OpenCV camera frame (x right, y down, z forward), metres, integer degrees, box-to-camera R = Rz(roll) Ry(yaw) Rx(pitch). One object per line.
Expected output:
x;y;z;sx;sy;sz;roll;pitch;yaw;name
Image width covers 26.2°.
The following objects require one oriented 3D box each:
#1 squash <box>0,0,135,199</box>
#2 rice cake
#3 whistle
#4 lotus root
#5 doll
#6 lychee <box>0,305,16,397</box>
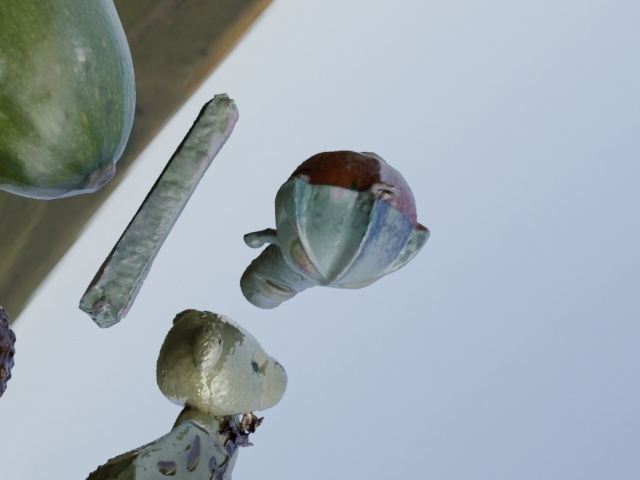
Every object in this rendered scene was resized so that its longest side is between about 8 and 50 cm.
-0.356;-0.180;1.546;0.310;0.309;0.310;-20;173;-3;squash
-0.120;-0.027;1.062;0.211;0.034;0.043;-61;-167;-24;rice cake
0.001;-0.001;1.406;0.346;0.142;0.133;144;-58;-63;whistle
-0.175;0.227;1.257;0.144;0.070;0.143;-31;-175;22;lotus root
-0.113;0.219;1.514;0.175;0.149;0.278;-167;-98;-72;doll
-0.442;0.122;1.573;0.200;0.200;0.238;0;-105;67;lychee
